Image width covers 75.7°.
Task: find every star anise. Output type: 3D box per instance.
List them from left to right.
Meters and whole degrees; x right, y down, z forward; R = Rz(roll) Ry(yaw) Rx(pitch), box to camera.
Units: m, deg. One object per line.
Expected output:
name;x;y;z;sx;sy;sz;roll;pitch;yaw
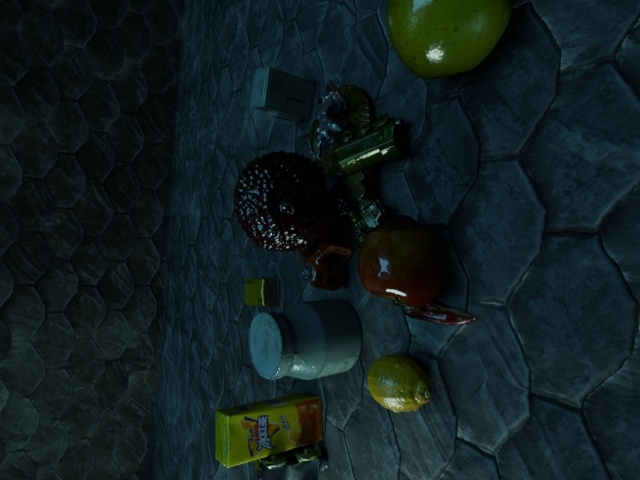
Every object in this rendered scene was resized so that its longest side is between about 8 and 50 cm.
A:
star anise;0.030;-0.388;1.323;0.229;0.092;0.237;-125;41;-59

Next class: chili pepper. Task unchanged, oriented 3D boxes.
chili pepper;0.283;0.183;1.056;0.267;0.059;0.051;4;129;51

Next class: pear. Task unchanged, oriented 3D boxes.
pear;0.283;-0.517;0.935;0.294;0.293;0.295;-6;82;53

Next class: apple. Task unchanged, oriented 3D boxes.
apple;0.206;0.049;1.031;0.229;0.229;0.230;-6;82;53

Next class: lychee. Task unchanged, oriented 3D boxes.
lychee;-0.118;-0.116;1.227;0.330;0.305;0.307;-165;80;-70

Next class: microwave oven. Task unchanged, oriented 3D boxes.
microwave oven;-0.144;-0.545;1.552;0.122;0.207;0.163;20;103;52

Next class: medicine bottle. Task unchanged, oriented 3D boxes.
medicine bottle;-0.053;0.310;1.290;0.244;0.289;0.246;-6;83;53

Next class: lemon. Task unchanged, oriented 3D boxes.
lemon;0.203;0.369;1.067;0.187;0.142;0.143;0;87;48

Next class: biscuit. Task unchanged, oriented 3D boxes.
biscuit;0.064;-0.367;1.399;0.317;0.040;0.319;-6;83;52

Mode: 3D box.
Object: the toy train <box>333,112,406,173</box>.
toy train;0.140;-0.275;1.196;0.225;0.090;0.137;-18;49;34

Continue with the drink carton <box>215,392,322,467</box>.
drink carton;-0.165;0.615;1.362;0.111;0.350;0.155;-13;76;52

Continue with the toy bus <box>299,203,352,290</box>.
toy bus;0.000;0.000;1.370;0.153;0.142;0.330;-42;51;31

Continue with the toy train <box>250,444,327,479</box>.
toy train;-0.112;0.761;1.370;0.177;0.260;0.134;156;114;-64

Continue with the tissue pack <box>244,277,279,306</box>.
tissue pack;-0.249;0.217;1.733;0.169;0.082;0.120;-7;82;53

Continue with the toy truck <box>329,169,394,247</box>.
toy truck;0.139;-0.082;1.212;0.127;0.127;0.257;-40;55;26
